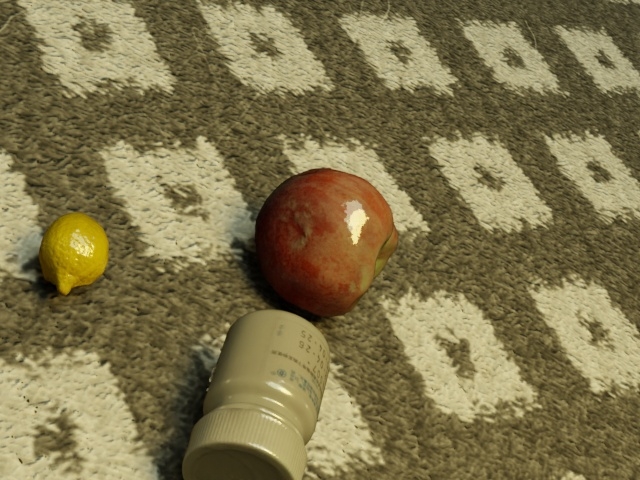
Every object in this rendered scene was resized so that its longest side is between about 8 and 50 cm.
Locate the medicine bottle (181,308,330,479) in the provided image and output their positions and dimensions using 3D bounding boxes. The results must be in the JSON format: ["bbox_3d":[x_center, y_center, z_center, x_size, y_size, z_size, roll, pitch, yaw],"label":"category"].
[{"bbox_3d":[-0.053,0.150,1.007,0.105,0.105,0.168,29,39,-10],"label":"medicine bottle"}]

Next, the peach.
[{"bbox_3d":[0.000,0.000,1.190,0.152,0.152,0.152,21,41,-19],"label":"peach"}]

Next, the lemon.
[{"bbox_3d":[-0.227,0.012,1.046,0.065,0.065,0.092,24,44,-16],"label":"lemon"}]
